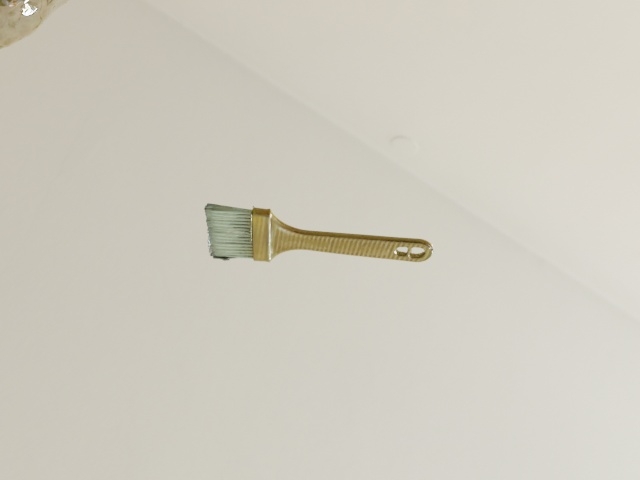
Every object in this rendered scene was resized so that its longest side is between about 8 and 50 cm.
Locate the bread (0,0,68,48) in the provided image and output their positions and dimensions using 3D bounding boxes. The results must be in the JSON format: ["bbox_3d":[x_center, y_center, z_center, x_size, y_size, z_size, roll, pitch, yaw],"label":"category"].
[{"bbox_3d":[-0.242,-0.207,0.493,0.230,0.123,0.229,1,-93,-22],"label":"bread"}]

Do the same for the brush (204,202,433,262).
[{"bbox_3d":[0.000,0.000,0.814,0.218,0.082,0.010,4,-126,-2],"label":"brush"}]
